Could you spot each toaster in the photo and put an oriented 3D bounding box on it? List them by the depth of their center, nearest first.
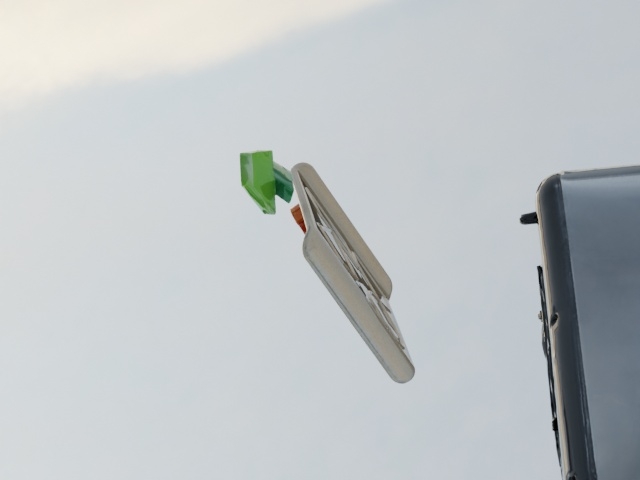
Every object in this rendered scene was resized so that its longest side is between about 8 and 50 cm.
[{"bbox_3d":[0.145,0.068,0.611,0.110,0.168,0.185,-7,-132,9],"label":"toaster"}]

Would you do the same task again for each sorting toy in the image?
[{"bbox_3d":[0.000,0.000,0.458,0.012,0.083,0.062,-31,-157,11],"label":"sorting toy"}]
